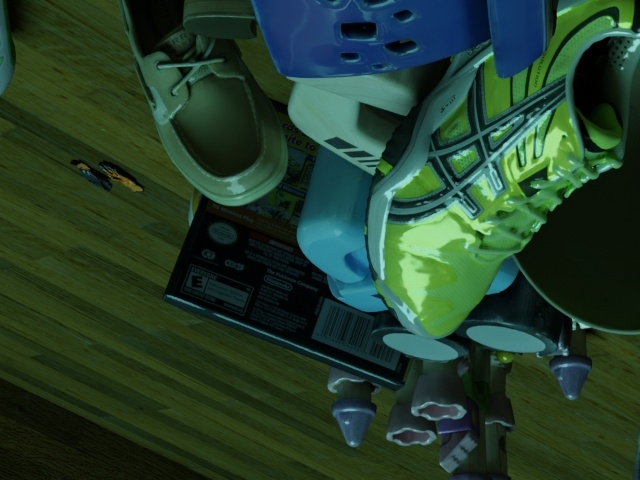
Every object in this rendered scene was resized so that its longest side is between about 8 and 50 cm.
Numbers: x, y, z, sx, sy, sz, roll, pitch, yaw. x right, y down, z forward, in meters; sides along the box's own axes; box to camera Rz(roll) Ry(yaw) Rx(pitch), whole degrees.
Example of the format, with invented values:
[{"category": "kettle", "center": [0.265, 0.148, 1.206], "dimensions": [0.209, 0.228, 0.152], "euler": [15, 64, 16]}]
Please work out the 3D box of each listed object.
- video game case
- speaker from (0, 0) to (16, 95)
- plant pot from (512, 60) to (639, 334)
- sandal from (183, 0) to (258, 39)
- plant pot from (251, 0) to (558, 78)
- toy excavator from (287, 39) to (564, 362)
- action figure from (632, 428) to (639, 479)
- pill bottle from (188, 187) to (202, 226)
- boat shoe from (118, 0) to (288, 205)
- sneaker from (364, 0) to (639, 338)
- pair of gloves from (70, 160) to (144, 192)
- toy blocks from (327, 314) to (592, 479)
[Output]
[{"category": "video game case", "center": [0.000, 0.000, 2.094], "dimensions": [0.275, 0.248, 0.035], "euler": [21, 162, -5]}, {"category": "speaker", "center": [-0.386, -0.236, 2.022], "dimensions": [0.131, 0.131, 0.296], "euler": [20, 161, 1]}, {"category": "plant pot", "center": [0.312, -0.069, 1.651], "dimensions": [0.191, 0.284, 0.284], "euler": [-5, -178, -44]}, {"category": "sandal", "center": [-0.002, -0.224, 1.747], "dimensions": [0.240, 0.079, 0.088], "euler": [4, 167, -6]}, {"category": "plant pot", "center": [0.072, -0.257, 1.384], "dimensions": [0.212, 0.236, 0.236], "euler": [8, 159, 12]}, {"category": "toy excavator", "center": [0.074, -0.065, 1.837], "dimensions": [0.445, 0.222, 0.433], "euler": [24, 160, -29]}, {"category": "action figure", "center": [0.534, 0.374, 2.589], "dimensions": [0.248, 0.276, 0.370], "euler": [11, 146, 6]}, {"category": "pill bottle", "center": [-0.077, -0.045, 2.245], "dimensions": [0.117, 0.117, 0.215], "euler": [26, 160, -18]}, {"category": "boat shoe", "center": [-0.122, -0.159, 1.805], "dimensions": [0.109, 0.302, 0.098], "euler": [-27, 144, 2]}, {"category": "sneaker", "center": [0.156, -0.073, 1.571], "dimensions": [0.145, 0.385, 0.147], "euler": [-5, -145, -43]}, {"category": "pair of gloves", "center": [-0.277, -0.081, 2.503], "dimensions": [0.083, 0.010, 0.074], "euler": [4, 156, 39]}, {"category": "toy blocks", "center": [0.190, 0.208, 2.344], "dimensions": [0.309, 0.260, 0.288], "euler": [-8, 155, 20]}]
